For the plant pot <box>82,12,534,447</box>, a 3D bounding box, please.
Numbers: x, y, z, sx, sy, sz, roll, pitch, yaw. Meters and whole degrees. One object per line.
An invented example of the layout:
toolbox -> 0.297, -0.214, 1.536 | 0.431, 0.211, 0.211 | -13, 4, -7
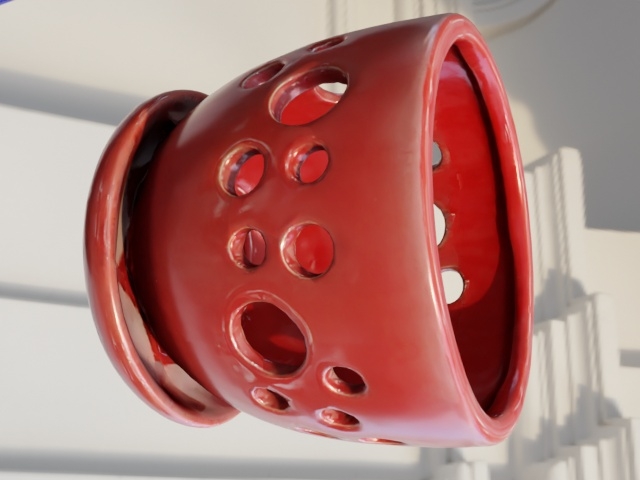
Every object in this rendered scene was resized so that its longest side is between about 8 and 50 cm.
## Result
plant pot -> 0.000, 0.000, 0.437 | 0.174, 0.191, 0.191 | -4, -105, 25

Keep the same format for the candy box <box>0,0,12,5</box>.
candy box -> -0.156, -0.256, 0.471 | 0.268, 0.317, 0.122 | 35, -40, 25
